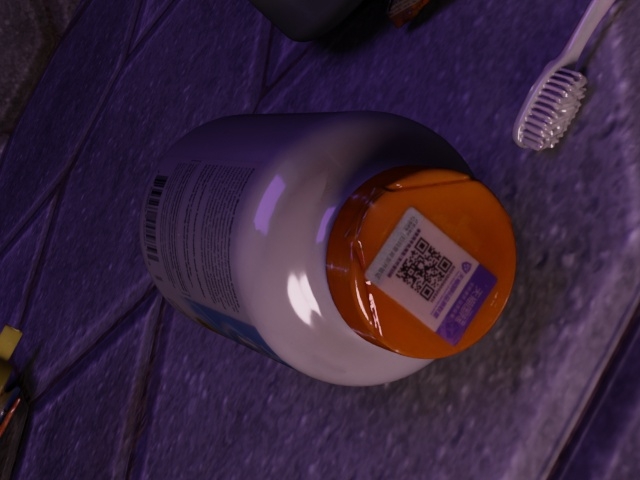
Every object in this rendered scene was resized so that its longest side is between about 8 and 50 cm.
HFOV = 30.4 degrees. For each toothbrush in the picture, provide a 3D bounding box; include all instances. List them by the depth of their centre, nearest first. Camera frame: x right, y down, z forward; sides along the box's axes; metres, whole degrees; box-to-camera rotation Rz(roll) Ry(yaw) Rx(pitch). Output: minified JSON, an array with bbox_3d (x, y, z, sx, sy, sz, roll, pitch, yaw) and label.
[{"bbox_3d":[0.196,-0.187,0.681,0.307,0.025,0.029,-61,32,4],"label":"toothbrush"}]

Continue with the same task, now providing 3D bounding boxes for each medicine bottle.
[{"bbox_3d":[0.000,0.000,0.716,0.157,0.157,0.289,-65,24,-6],"label":"medicine bottle"}]

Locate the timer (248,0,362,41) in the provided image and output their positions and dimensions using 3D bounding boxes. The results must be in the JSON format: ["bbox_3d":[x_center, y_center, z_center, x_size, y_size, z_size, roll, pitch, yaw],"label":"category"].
[{"bbox_3d":[-0.065,-0.368,1.001,0.291,0.315,0.291,-51,20,27],"label":"timer"}]

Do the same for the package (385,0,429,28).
[{"bbox_3d":[0.099,-0.234,0.916,0.108,0.031,0.120,-19,48,57],"label":"package"}]

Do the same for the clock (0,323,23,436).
[{"bbox_3d":[-0.439,0.269,1.418,0.277,0.071,0.293,-52,13,42],"label":"clock"}]
